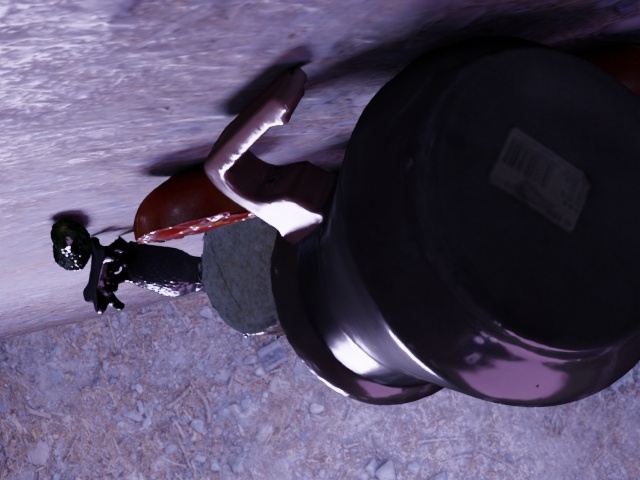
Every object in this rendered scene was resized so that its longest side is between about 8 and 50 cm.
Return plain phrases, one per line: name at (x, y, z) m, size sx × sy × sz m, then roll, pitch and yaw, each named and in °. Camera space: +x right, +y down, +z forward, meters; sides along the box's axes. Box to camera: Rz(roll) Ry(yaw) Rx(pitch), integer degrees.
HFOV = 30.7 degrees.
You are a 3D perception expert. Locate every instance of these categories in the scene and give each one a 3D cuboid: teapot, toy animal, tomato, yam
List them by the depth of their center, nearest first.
teapot at (0.087, -0.008, 1.028) m, size 0.376 × 0.305 × 0.362 m, roll 32°, pitch 155°, yaw -10°
tomato at (0.284, -0.145, 1.134) m, size 0.174 × 0.082 × 0.166 m, roll -8°, pitch 172°, yaw 3°
tomato at (-0.144, -0.045, 1.326) m, size 0.155 × 0.069 × 0.155 m, roll -15°, pitch 177°, yaw -1°
yam at (0.019, 0.020, 1.609) m, size 0.348 × 0.241 × 0.241 m, roll -3°, pitch 170°, yaw -45°
toy animal at (-0.252, 0.046, 1.787) m, size 0.210 × 0.121 × 0.117 m, roll 2°, pitch -155°, yaw -19°

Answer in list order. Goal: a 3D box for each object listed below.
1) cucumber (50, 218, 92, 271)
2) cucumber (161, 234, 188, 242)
cucumber at (-0.334, 0.003, 1.559) m, size 0.058 × 0.052 × 0.215 m, roll 18°, pitch 168°, yaw -8°
cucumber at (-0.203, -0.021, 1.701) m, size 0.036 × 0.033 × 0.184 m, roll 18°, pitch 163°, yaw -33°
